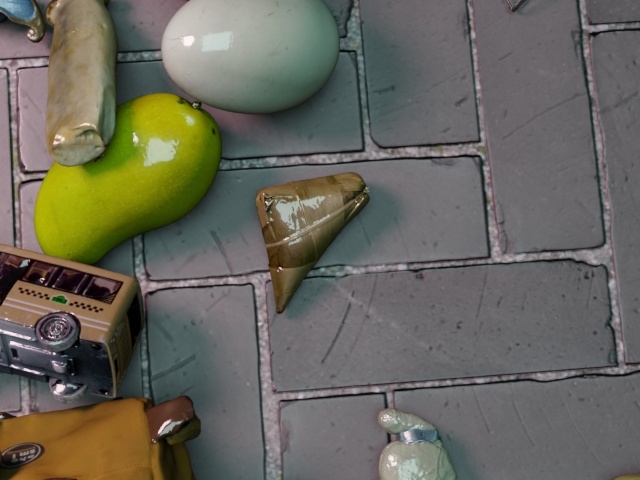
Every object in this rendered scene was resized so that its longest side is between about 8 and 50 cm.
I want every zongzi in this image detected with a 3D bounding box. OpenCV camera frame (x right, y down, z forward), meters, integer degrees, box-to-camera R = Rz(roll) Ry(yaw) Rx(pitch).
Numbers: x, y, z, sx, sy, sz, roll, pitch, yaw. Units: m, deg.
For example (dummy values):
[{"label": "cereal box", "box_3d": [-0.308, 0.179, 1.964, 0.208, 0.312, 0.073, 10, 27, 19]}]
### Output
[{"label": "zongzi", "box_3d": [0.000, 0.000, 1.365, 0.160, 0.078, 0.176, -12, 94, -4]}]

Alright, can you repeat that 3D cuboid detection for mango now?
[{"label": "mango", "box_3d": [-0.263, -0.081, 1.332, 0.293, 0.143, 0.175, -38, 87, 4]}]

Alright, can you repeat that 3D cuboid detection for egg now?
[{"label": "egg", "box_3d": [-0.091, -0.258, 1.315, 0.264, 0.183, 0.182, -17, 83, -39]}]

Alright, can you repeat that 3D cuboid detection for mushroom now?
[{"label": "mushroom", "box_3d": [-0.316, -0.228, 1.313, 0.100, 0.081, 0.312, -32, 48, 23]}]

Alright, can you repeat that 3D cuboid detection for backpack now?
[{"label": "backpack", "box_3d": [-0.298, 0.336, 1.170, 0.354, 0.378, 0.201, -12, 120, -11]}]

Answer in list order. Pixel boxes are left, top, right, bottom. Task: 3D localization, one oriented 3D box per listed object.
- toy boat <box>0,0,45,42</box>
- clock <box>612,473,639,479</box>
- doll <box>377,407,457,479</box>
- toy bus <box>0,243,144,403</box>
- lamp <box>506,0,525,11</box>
[{"label": "toy boat", "box_3d": [-0.478, -0.314, 1.381, 0.186, 0.075, 0.077, -1, 101, -1]}, {"label": "clock", "box_3d": [0.491, 0.472, 1.313, 0.235, 0.096, 0.307, 7, 83, -3]}, {"label": "doll", "box_3d": [0.133, 0.324, 1.328, 0.104, 0.071, 0.214, -19, 88, -3]}, {"label": "toy bus", "box_3d": [-0.382, 0.093, 1.278, 0.290, 0.139, 0.157, 12, 48, 8]}, {"label": "lamp", "box_3d": [0.259, -0.394, 1.443, 0.054, 0.041, 0.121, -42, 84, 1]}]
